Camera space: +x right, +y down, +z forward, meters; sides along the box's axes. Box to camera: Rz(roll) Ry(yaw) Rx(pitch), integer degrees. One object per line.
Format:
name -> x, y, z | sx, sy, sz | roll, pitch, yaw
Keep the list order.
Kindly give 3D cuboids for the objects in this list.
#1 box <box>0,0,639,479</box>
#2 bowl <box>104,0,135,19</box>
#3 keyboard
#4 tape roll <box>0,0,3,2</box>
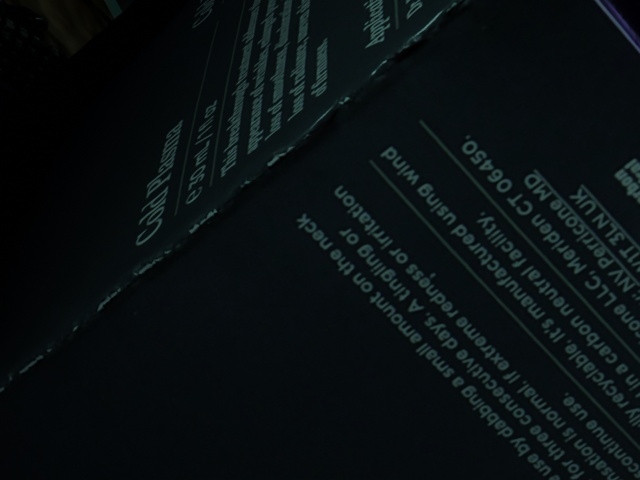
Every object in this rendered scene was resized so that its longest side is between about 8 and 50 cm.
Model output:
box -> 0.000, 0.000, 0.592 | 0.179, 0.312, 0.343 | 46, 21, -19
bowl -> -0.028, -0.143, 0.852 | 0.311, 0.163, 0.311 | 60, -5, 9
keyboard -> -0.157, -0.095, 0.840 | 0.180, 0.023, 0.108 | 32, 27, -46
tape roll -> -0.140, -0.131, 0.644 | 0.072, 0.219, 0.219 | 47, 20, -12
